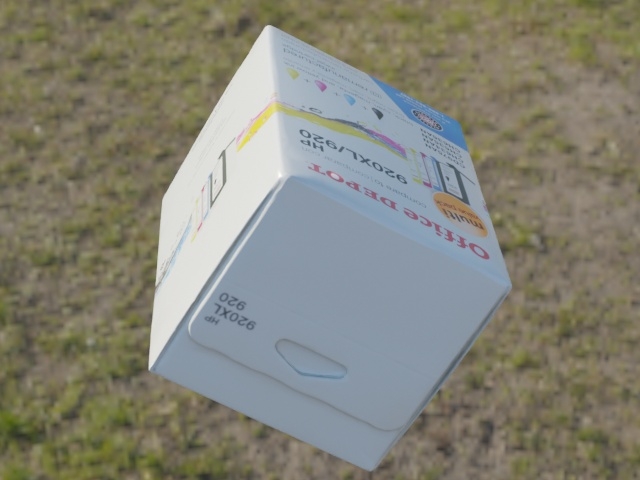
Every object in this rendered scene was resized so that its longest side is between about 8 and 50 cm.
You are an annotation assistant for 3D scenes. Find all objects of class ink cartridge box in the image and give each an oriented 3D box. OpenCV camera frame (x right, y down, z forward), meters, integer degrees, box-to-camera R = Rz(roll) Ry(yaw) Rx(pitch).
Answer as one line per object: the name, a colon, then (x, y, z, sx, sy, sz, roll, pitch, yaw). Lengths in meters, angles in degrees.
ink cartridge box: (0.000, 0.000, 1.045, 0.171, 0.168, 0.233, 26, 25, -18)
